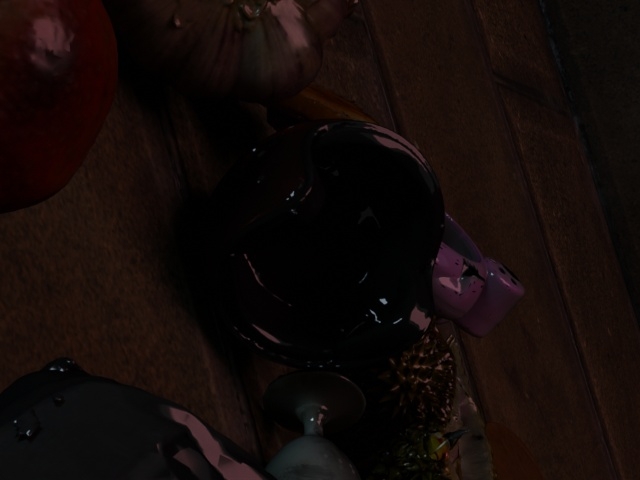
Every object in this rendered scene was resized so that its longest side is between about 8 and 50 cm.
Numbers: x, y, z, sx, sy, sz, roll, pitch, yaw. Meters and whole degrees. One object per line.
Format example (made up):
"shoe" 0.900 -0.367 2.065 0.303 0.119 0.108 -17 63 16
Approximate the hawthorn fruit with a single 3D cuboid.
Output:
"hawthorn fruit" -0.200 -0.094 0.807 0.200 0.179 0.179 55 21 -78

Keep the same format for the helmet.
"helmet" 0.000 0.000 1.180 0.189 0.216 0.193 48 -10 -24

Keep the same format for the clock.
"clock" 0.076 -0.006 1.438 0.227 0.090 0.248 49 16 30

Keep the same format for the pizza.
"pizza" -0.013 -0.118 1.324 0.193 0.201 0.053 6 111 -64

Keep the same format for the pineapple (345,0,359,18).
"pineapple" -0.052 -0.267 1.339 0.193 0.166 0.166 52 28 -38

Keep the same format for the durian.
"durian" 0.075 0.172 1.295 0.237 0.138 0.193 -36 108 -83

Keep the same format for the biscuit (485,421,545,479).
"biscuit" 0.250 0.387 1.695 0.312 0.057 0.351 10 63 -66

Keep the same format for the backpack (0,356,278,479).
"backpack" -0.127 0.244 0.588 0.445 0.255 0.363 -46 116 -52

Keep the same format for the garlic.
"garlic" -0.080 -0.229 1.192 0.160 0.245 0.245 161 -90 -74

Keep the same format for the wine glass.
"wine glass" -0.008 0.207 1.138 0.093 0.093 0.202 55 26 -37
